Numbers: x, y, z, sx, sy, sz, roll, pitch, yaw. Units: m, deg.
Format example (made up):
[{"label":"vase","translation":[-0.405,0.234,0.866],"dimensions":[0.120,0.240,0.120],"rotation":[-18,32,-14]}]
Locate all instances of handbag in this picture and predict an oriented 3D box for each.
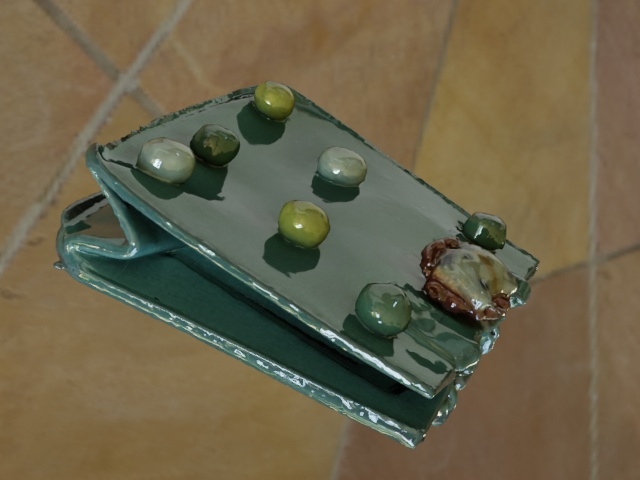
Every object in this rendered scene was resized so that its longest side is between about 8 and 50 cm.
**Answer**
[{"label":"handbag","translation":[0.000,-0.005,0.907],"dimensions":[0.269,0.274,0.100],"rotation":[-32,149,-63]}]
